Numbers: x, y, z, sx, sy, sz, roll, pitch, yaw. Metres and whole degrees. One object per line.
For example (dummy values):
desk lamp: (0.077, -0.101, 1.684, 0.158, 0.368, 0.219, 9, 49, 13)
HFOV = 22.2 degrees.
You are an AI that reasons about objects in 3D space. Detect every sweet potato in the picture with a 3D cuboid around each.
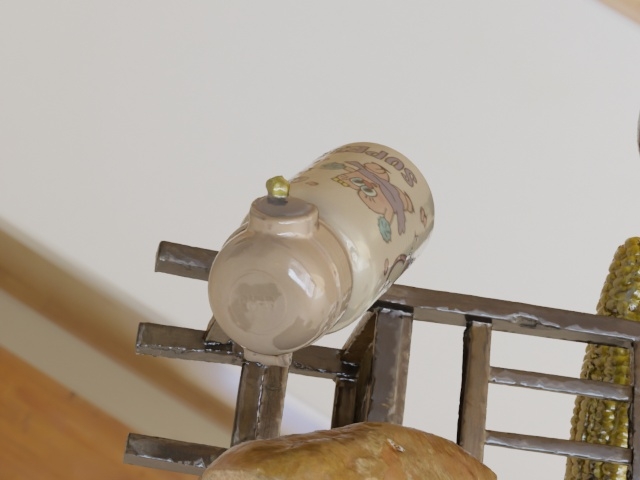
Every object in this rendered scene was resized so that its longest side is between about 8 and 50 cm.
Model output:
sweet potato: (0.029, 0.157, 0.979, 0.097, 0.097, 0.251, 21, -173, 37)

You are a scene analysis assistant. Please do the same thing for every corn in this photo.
corn: (0.286, 0.154, 1.506, 0.115, 0.318, 0.115, 10, 170, 2)

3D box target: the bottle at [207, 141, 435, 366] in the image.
bottle: (0.000, 0.000, 1.021, 0.097, 0.110, 0.209, 8, -162, 17)

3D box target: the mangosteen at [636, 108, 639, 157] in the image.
mangosteen: (0.418, -0.107, 1.628, 0.210, 0.210, 0.210, 30, 166, 8)

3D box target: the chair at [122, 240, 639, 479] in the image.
chair: (0.047, 0.155, 1.358, 0.416, 0.203, 0.240, 10, 154, -7)
